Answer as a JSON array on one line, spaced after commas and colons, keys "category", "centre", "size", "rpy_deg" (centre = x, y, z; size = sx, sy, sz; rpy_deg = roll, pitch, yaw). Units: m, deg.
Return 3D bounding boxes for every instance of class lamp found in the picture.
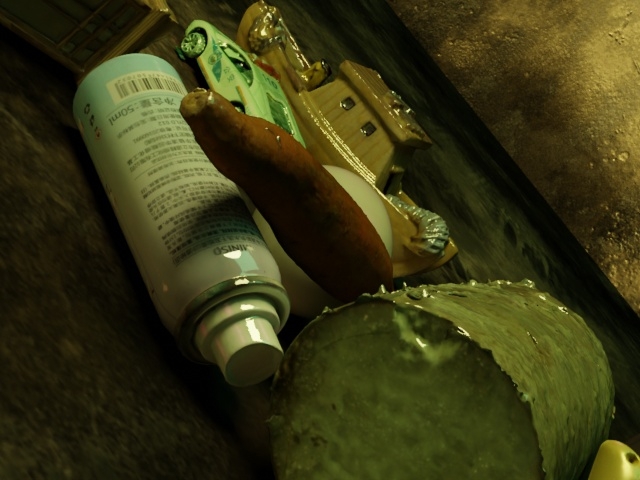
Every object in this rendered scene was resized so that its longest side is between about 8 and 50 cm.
[{"category": "lamp", "centre": [-0.230, -0.210, 0.774], "size": [0.325, 0.090, 0.089], "rpy_deg": [33, 23, -46]}]

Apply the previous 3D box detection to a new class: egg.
[{"category": "egg", "centre": [0.000, 0.000, 0.902], "size": [0.103, 0.103, 0.135], "rpy_deg": [46, 18, -17]}]

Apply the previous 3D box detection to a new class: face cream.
[{"category": "face cream", "centre": [-0.081, -0.013, 0.753], "size": [0.075, 0.075, 0.229], "rpy_deg": [33, 23, -49]}]

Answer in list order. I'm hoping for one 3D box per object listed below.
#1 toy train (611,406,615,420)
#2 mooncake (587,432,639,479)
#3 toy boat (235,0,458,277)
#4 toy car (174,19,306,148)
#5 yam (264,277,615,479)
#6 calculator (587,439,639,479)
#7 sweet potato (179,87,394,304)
[{"category": "toy train", "centre": [0.314, 0.176, 1.539], "size": [0.103, 0.044, 0.064], "rpy_deg": [50, 25, -2]}, {"category": "mooncake", "centre": [0.361, 0.303, 1.168], "size": [0.283, 0.141, 0.283], "rpy_deg": [46, 18, -19]}, {"category": "toy boat", "centre": [0.026, -0.105, 1.222], "size": [0.321, 0.121, 0.089], "rpy_deg": [55, 21, 17]}, {"category": "toy car", "centre": [-0.068, -0.139, 1.145], "size": [0.093, 0.058, 0.186], "rpy_deg": [31, 24, -48]}, {"category": "yam", "centre": [0.086, 0.105, 0.775], "size": [0.168, 0.168, 0.304], "rpy_deg": [54, 15, 13]}, {"category": "calculator", "centre": [0.205, 0.245, 0.747], "size": [0.157, 0.237, 0.033], "rpy_deg": [18, -17, -25]}, {"category": "sweet potato", "centre": [-0.009, -0.018, 0.757], "size": [0.264, 0.057, 0.057], "rpy_deg": [47, 12, -49]}]
